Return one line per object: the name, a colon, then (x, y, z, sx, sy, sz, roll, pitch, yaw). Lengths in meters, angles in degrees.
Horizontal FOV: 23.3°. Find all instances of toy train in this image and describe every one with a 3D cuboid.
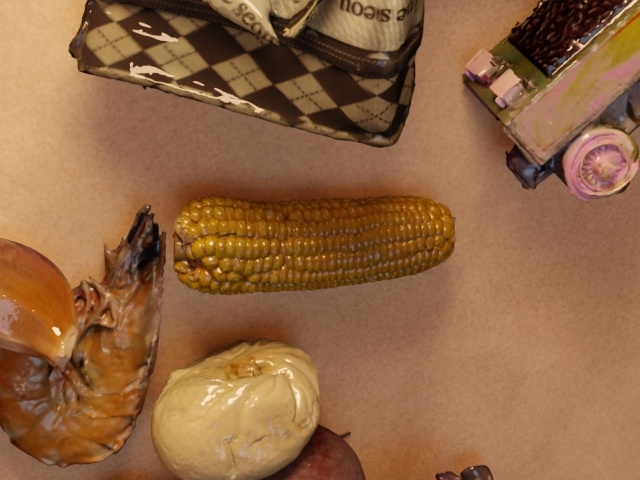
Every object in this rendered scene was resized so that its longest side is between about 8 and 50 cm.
toy train: (0.281, -0.162, 1.548, 0.261, 0.134, 0.177, -41, 125, 7)

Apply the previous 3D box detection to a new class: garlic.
garlic: (-0.327, 0.053, 1.468, 0.198, 0.128, 0.090, 22, 119, -24)

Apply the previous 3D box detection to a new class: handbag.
handbag: (-0.060, -0.301, 1.283, 0.316, 0.180, 0.416, 10, 125, 9)

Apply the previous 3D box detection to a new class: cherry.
cherry: (-0.051, 0.297, 1.673, 0.213, 0.266, 0.183, -31, 110, 16)

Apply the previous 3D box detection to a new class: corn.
corn: (-0.001, 0.004, 1.572, 0.313, 0.102, 0.102, 0, 120, -19)

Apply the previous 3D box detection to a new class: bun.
bun: (-0.087, 0.169, 1.603, 0.188, 0.164, 0.111, -17, 127, -9)

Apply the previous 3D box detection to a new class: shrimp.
shrimp: (-0.242, 0.096, 1.570, 0.164, 0.062, 0.317, 12, 114, -18)

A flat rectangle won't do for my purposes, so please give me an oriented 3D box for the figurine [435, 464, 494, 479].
figurine: (0.134, 0.344, 1.763, 0.222, 0.145, 0.145, -2, 128, -57)
